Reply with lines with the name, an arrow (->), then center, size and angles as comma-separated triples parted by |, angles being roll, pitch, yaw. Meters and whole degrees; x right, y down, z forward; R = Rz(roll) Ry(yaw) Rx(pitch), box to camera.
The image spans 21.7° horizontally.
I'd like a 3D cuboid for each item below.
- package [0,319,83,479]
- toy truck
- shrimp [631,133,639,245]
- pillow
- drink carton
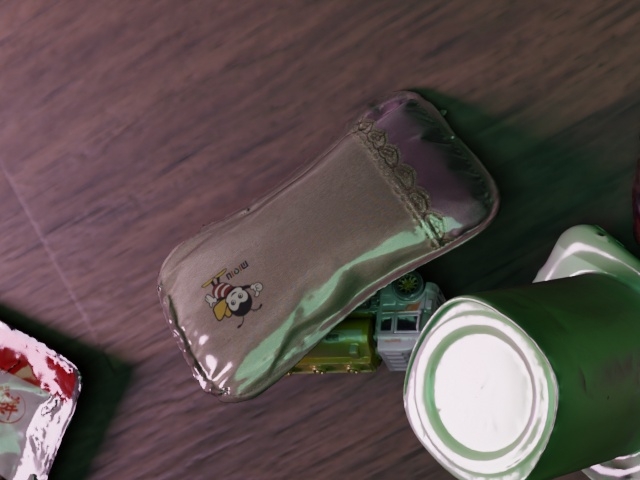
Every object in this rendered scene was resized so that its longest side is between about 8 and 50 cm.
package -> -0.269, 0.165, 1.224 | 0.154, 0.030, 0.239 | 26, 104, 14
toy truck -> 0.020, 0.059, 1.105 | 0.123, 0.052, 0.062 | -2, 64, 16
shrimp -> 0.295, -0.009, 1.019 | 0.272, 0.085, 0.445 | 33, 105, 17
pillow -> 0.000, 0.000, 1.086 | 0.233, 0.038, 0.130 | -34, 61, 2
drink carton -> 0.136, 0.085, 1.012 | 0.146, 0.142, 0.144 | 40, 122, 32
